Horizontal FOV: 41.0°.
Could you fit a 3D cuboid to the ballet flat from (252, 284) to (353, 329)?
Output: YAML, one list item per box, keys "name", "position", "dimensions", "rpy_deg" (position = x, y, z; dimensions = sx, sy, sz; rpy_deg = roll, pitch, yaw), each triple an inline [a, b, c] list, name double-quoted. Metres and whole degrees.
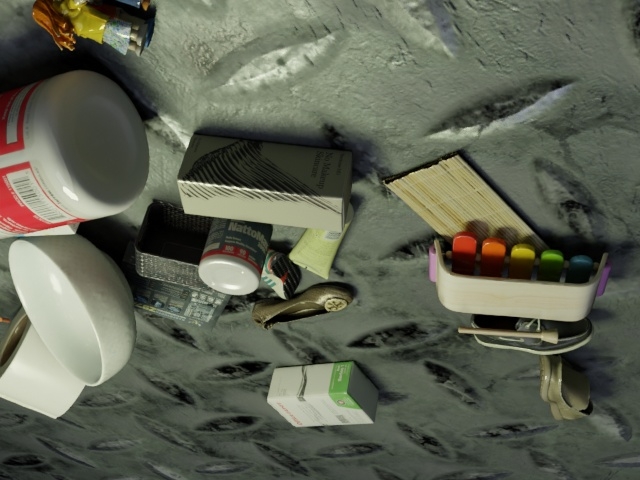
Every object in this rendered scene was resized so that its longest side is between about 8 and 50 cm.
- name: "ballet flat"
  position: [-0.042, 0.144, 1.784]
  dimensions: [0.250, 0.058, 0.084]
  rpy_deg: [-13, 139, 31]

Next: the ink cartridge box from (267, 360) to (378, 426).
- name: "ink cartridge box"
  position: [0.006, 0.373, 2.061]
  dimensions: [0.219, 0.092, 0.160]
  rpy_deg: [-8, 140, 27]

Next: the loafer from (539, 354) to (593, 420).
- name: "loafer"
  position: [0.525, 0.309, 1.824]
  dimensions: [0.092, 0.102, 0.268]
  rpy_deg: [-7, 151, 22]

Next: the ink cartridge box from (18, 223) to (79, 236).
- name: "ink cartridge box"
  position: [-0.495, -0.067, 1.580]
  dimensions: [0.181, 0.104, 0.061]
  rpy_deg: [-2, 143, 19]

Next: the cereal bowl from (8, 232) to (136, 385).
- name: "cereal bowl"
  position: [-0.480, 0.118, 1.736]
  dimensions: [0.339, 0.141, 0.339]
  rpy_deg: [31, 137, 35]

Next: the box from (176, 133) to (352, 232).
- name: "box"
  position: [-0.089, -0.095, 1.418]
  dimensions: [0.275, 0.113, 0.094]
  rpy_deg: [6, 144, 6]

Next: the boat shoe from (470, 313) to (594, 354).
- name: "boat shoe"
  position: [0.409, 0.169, 1.666]
  dimensions: [0.233, 0.084, 0.079]
  rpy_deg: [0, 144, 22]

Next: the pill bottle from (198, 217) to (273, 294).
- name: "pill bottle"
  position: [-0.141, -0.006, 1.495]
  dimensions: [0.108, 0.180, 0.108]
  rpy_deg: [8, 145, 5]

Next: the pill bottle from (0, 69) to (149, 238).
- name: "pill bottle"
  position: [-0.502, -0.123, 1.396]
  dimensions: [0.408, 0.229, 0.229]
  rpy_deg: [-9, 140, 28]

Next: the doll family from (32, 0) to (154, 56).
- name: "doll family"
  position: [-0.306, -0.334, 1.137]
  dimensions: [0.163, 0.118, 0.263]
  rpy_deg: [17, 145, -8]

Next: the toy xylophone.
- name: "toy xylophone"
  position: [0.346, 0.089, 1.540]
  dimensions: [0.323, 0.081, 0.236]
  rpy_deg: [9, 145, 4]

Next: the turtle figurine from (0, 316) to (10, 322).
- name: "turtle figurine"
  position: [-0.836, 0.103, 1.935]
  dimensions: [0.217, 0.087, 0.269]
  rpy_deg: [4, 154, 24]

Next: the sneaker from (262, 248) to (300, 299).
- name: "sneaker"
  position: [-0.094, 0.059, 1.697]
  dimensions: [0.075, 0.057, 0.161]
  rpy_deg: [26, 160, 26]

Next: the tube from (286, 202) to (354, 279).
- name: "tube"
  position: [0.000, 0.000, 1.578]
  dimensions: [0.062, 0.070, 0.240]
  rpy_deg: [-18, 158, -23]

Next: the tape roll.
- name: "tape roll"
  position: [-0.628, 0.261, 1.959]
  dimensions: [0.169, 0.246, 0.246]
  rpy_deg: [30, 141, -25]

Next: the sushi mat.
- name: "sushi mat"
  position: [0.262, -0.035, 1.479]
  dimensions: [0.151, 0.019, 0.316]
  rpy_deg: [-22, 133, 37]

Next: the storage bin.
- name: "storage bin"
  position: [-0.247, 0.013, 1.604]
  dimensions: [0.180, 0.122, 0.084]
  rpy_deg: [12, 145, -1]

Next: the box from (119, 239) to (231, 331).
- name: "box"
  position: [-0.311, 0.099, 1.798]
  dimensions: [0.233, 0.059, 0.183]
  rpy_deg: [19, 144, -11]
